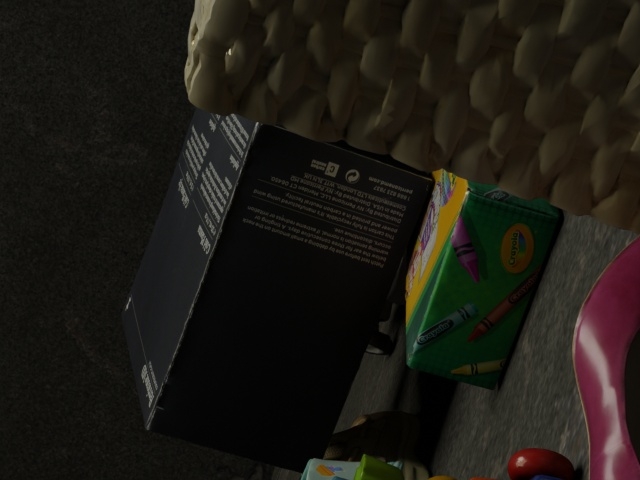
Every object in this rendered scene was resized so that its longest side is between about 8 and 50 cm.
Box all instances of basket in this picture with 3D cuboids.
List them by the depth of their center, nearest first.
[{"bbox_3d":[0.108,-0.221,0.909,0.266,0.328,0.331,-81,8,-46],"label":"basket"}]

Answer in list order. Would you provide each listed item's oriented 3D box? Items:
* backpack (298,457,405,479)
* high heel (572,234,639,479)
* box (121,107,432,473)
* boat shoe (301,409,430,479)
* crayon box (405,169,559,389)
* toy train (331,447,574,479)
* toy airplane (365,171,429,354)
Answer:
[{"bbox_3d":[0.031,0.261,1.269,0.166,0.144,0.188,-75,-19,-46],"label":"backpack"},{"bbox_3d":[0.169,0.091,0.782,0.117,0.082,0.244,-6,48,52],"label":"high heel"},{"bbox_3d":[-0.059,0.014,1.660,0.343,0.179,0.312,-122,52,-71],"label":"box"},{"bbox_3d":[0.038,0.231,1.660,0.341,0.110,0.122,-124,50,-85],"label":"boat shoe"},{"bbox_3d":[0.136,-0.009,1.447,0.278,0.081,0.165,-82,9,-68],"label":"crayon box"},{"bbox_3d":[0.081,0.166,1.012,0.248,0.143,0.105,114,171,-66],"label":"toy train"},{"bbox_3d":[0.000,0.000,1.984,0.386,0.272,0.384,-80,8,-63],"label":"toy airplane"}]
